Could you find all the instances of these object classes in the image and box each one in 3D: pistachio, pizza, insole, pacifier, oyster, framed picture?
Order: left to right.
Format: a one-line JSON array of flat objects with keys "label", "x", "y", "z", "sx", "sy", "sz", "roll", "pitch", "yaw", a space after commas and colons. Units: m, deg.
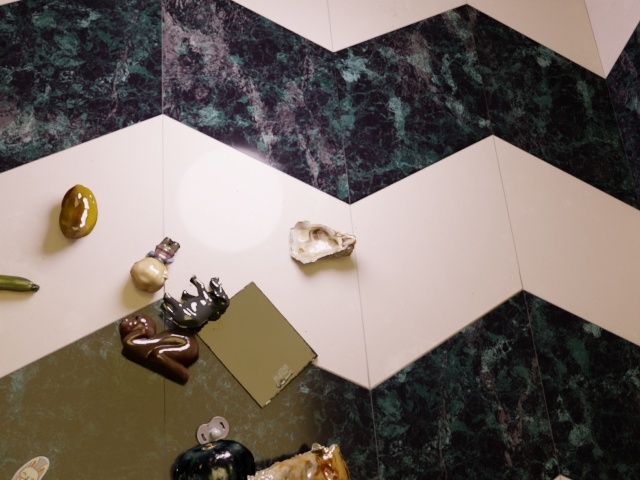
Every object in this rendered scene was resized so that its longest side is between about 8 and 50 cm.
[{"label": "insole", "x": -0.831, "y": 0.678, "z": 1.639, "sx": 0.065, "sy": 0.004, "sz": 0.197, "roll": 42, "pitch": 65, "yaw": 1}, {"label": "pistachio", "x": -0.760, "y": -0.083, "z": 1.882, "sx": 0.110, "sy": 0.100, "sz": 0.189, "roll": 14, "pitch": 57, "yaw": -35}, {"label": "pacifier", "x": -0.316, "y": 0.579, "z": 1.787, "sx": 0.099, "sy": 0.078, "sz": 0.081, "roll": -29, "pitch": 95, "yaw": -24}, {"label": "framed picture", "x": -0.207, "y": 0.332, "z": 1.942, "sx": 0.255, "sy": 0.014, "sz": 0.338, "roll": -41, "pitch": 86, "yaw": -24}, {"label": "pizza", "x": -0.009, "y": 0.756, "z": 1.712, "sx": 0.434, "sy": 0.080, "sz": 0.392, "roll": 54, "pitch": 34, "yaw": -6}, {"label": "oyster", "x": 0.009, "y": 0.013, "z": 2.083, "sx": 0.233, "sy": 0.107, "sz": 0.161, "roll": -2, "pitch": 76, "yaw": 2}]

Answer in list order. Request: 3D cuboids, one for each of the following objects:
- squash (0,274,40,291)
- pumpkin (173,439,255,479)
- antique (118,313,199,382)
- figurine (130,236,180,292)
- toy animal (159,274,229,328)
[{"label": "squash", "x": -0.933, "y": 0.128, "z": 1.778, "sx": 0.184, "sy": 0.052, "sz": 0.052, "roll": 6, "pitch": 70, "yaw": -13}, {"label": "pumpkin", "x": -0.296, "y": 0.654, "z": 1.683, "sx": 0.233, "sy": 0.233, "sz": 0.162, "roll": -11, "pitch": 80, "yaw": -20}, {"label": "antique", "x": -0.490, "y": 0.312, "z": 1.808, "sx": 0.257, "sy": 0.121, "sz": 0.143, "roll": 26, "pitch": 58, "yaw": -7}, {"label": "figurine", "x": -0.524, "y": 0.074, "z": 1.903, "sx": 0.114, "sy": 0.108, "sz": 0.196, "roll": 34, "pitch": 47, "yaw": -14}, {"label": "toy animal", "x": -0.386, "y": 0.198, "z": 1.880, "sx": 0.146, "sy": 0.114, "sz": 0.245, "roll": 36, "pitch": 53, "yaw": 17}]
